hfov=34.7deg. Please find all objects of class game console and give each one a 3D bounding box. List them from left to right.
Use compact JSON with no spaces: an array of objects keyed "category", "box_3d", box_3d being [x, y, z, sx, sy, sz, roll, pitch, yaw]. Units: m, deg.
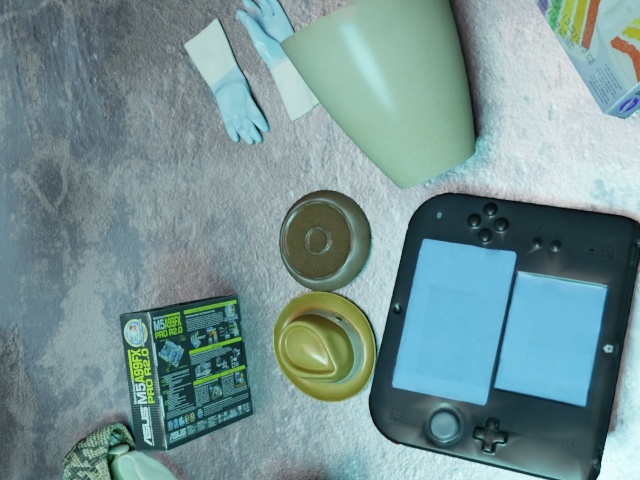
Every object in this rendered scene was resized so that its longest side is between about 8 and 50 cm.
[{"category":"game console","box_3d":[0.261,0.130,1.480,0.342,0.060,0.386,8,79,27]}]

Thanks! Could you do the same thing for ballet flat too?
[{"category":"ballet flat","box_3d":[-0.279,0.527,1.783,0.182,0.164,0.483,-43,71,23]}]

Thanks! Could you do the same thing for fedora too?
[{"category":"fedora","box_3d":[-0.006,0.177,1.668,0.194,0.079,0.194,2,94,26]}]

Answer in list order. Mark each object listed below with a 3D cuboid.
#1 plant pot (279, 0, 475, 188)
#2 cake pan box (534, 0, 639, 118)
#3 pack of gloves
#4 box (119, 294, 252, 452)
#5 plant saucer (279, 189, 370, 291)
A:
[{"category":"plant pot","box_3d":[0.115,-0.225,1.511,0.256,0.256,0.274,-24,98,26]},{"category":"cake pan box","box_3d":[0.420,-0.341,1.368,0.246,0.070,0.267,-42,60,38]},{"category":"pack of gloves","box_3d":[-0.120,-0.289,1.718,0.195,0.046,0.232,-32,79,24]},{"category":"box","box_3d":[-0.212,0.208,1.668,0.060,0.270,0.216,-8,90,26]},{"category":"plant saucer","box_3d":[0.000,0.000,1.676,0.168,0.029,0.168,-1,87,26]}]
